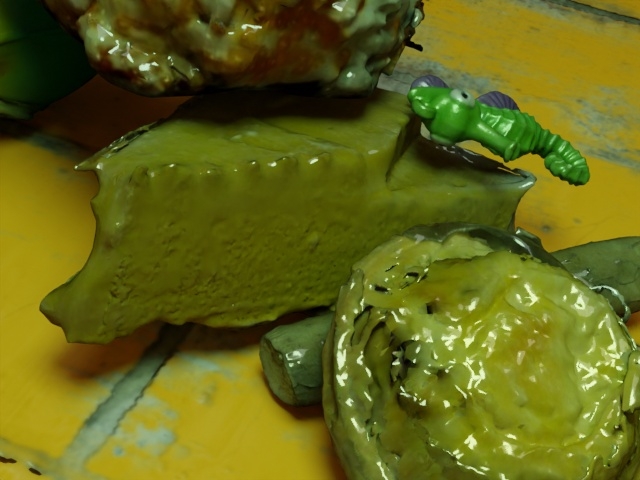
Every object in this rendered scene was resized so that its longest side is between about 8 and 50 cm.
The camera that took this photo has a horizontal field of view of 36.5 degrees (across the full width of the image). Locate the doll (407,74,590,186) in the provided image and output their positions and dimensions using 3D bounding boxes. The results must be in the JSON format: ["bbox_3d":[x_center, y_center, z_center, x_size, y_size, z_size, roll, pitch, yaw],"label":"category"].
[{"bbox_3d":[0.155,-0.092,0.831,0.190,0.050,0.115,14,32,-29],"label":"doll"}]

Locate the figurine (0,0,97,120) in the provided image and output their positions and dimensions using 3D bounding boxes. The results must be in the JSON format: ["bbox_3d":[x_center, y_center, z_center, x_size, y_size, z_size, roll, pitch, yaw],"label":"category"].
[{"bbox_3d":[-0.321,-0.231,0.962,0.340,0.231,0.323,-11,31,-24],"label":"figurine"}]

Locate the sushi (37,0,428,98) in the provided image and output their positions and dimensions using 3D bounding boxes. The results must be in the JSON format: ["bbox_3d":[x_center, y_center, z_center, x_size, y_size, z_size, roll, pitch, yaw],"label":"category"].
[{"bbox_3d":[-0.077,-0.277,0.822,0.417,0.176,0.417,9,45,-9],"label":"sushi"}]

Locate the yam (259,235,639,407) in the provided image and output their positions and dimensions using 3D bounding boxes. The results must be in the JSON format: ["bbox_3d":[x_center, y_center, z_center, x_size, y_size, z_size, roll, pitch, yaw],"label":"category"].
[{"bbox_3d":[0.129,0.063,0.818,0.371,0.083,0.083,-12,44,-21],"label":"yam"}]

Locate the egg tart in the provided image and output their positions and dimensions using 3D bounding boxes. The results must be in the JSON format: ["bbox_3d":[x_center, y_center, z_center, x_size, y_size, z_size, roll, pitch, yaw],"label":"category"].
[{"bbox_3d":[0.140,0.096,0.698,0.291,0.107,0.291,7,62,-13],"label":"egg tart"}]

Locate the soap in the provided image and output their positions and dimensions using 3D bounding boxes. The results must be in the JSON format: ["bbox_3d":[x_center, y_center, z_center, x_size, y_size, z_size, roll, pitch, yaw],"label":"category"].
[{"bbox_3d":[0.000,0.000,0.779,0.304,0.169,0.338,20,31,14],"label":"soap"}]
